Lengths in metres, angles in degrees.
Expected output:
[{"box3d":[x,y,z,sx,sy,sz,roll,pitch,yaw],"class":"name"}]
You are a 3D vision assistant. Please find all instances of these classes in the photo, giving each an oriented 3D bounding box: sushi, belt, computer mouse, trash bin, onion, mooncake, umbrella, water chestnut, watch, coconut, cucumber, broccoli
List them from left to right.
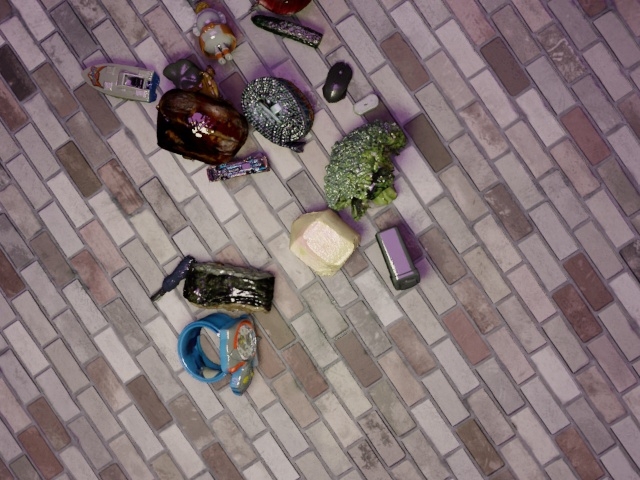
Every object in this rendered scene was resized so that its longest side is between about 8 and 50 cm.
[{"box3d":[-0.578,0.161,1.919,0.071,0.071,0.248,41,97,1],"class":"umbrella"},{"box3d":[-0.527,-0.609,1.875,0.175,0.104,0.168,31,98,5],"class":"mooncake"},{"box3d":[-0.422,-0.451,1.758,0.336,0.335,0.346,19,97,2],"class":"water chestnut"},{"box3d":[-0.386,0.436,1.852,0.275,0.241,0.304,-4,94,20],"class":"watch"},{"box3d":[-0.343,0.182,1.837,0.351,0.211,0.170,7,96,8],"class":"sushi"},{"box3d":[-0.162,-0.954,1.813,0.273,0.285,0.272,11,65,-25],"class":"onion"},{"box3d":[-0.145,-0.482,1.826,0.295,0.160,0.206,40,112,2],"class":"belt"},{"box3d":[-0.135,-0.813,1.867,0.294,0.067,0.067,21,92,3],"class":"cucumber"},{"box3d":[0.000,0.000,1.799,0.245,0.233,0.233,36,93,0],"class":"coconut"},{"box3d":[0.065,-0.610,1.864,0.099,0.057,0.172,23,89,4],"class":"computer mouse"},{"box3d":[0.158,-0.252,1.765,0.278,0.338,0.317,-3,115,31],"class":"broccoli"},{"box3d":[0.173,-0.521,1.874,0.110,0.032,0.055,-27,89,14],"class":"computer mouse"},{"box3d":[0.286,0.068,1.813,0.101,0.177,0.236,-22,87,5],"class":"trash bin"}]

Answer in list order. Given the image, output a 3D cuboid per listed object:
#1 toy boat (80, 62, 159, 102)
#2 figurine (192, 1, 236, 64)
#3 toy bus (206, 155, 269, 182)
[{"box3d":[-0.790,-0.621,1.892,0.296,0.088,0.129,11,92,2],"class":"toy boat"},{"box3d":[-0.410,-0.794,1.843,0.143,0.143,0.271,-26,90,3],"class":"figurine"},{"box3d":[-0.315,-0.273,1.873,0.235,0.096,0.073,-10,92,3],"class":"toy bus"}]
